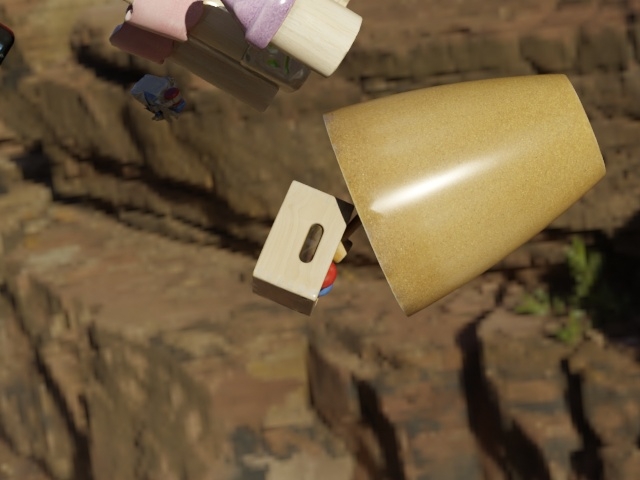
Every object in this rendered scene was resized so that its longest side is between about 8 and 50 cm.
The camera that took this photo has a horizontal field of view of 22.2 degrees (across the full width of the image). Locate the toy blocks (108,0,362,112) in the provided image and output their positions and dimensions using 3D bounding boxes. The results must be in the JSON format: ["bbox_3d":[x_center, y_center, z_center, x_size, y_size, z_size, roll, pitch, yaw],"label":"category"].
[{"bbox_3d":[-0.065,-0.265,1.021,0.260,0.288,0.309,30,-4,-10],"label":"toy blocks"}]

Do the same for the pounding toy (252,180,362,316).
[{"bbox_3d":[0.000,0.000,1.724,0.100,0.141,0.130,23,-12,2],"label":"pounding toy"}]

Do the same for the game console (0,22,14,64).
[{"bbox_3d":[-0.405,-0.185,1.732,0.085,0.144,0.124,31,3,0],"label":"game console"}]

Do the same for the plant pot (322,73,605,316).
[{"bbox_3d":[0.162,-0.076,1.737,0.254,0.237,0.237,-23,10,4],"label":"plant pot"}]

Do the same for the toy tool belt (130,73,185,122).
[{"bbox_3d":[-0.184,-0.165,1.937,0.052,0.051,0.083,-47,40,-18],"label":"toy tool belt"}]
